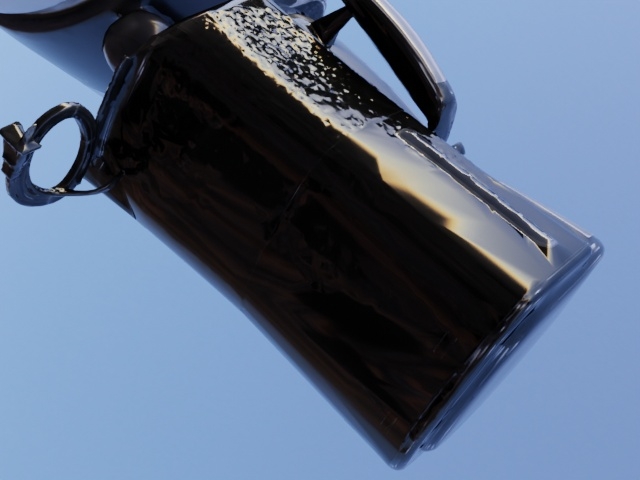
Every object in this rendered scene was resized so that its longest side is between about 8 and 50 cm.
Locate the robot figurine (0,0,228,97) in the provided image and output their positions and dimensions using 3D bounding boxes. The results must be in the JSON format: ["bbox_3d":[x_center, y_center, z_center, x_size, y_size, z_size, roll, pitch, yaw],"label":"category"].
[{"bbox_3d":[-0.105,-0.173,0.611,0.209,0.278,0.173,25,-95,30],"label":"robot figurine"}]

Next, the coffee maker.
[{"bbox_3d":[0.000,0.000,0.417,0.178,0.120,0.171,42,-119,18],"label":"coffee maker"}]
